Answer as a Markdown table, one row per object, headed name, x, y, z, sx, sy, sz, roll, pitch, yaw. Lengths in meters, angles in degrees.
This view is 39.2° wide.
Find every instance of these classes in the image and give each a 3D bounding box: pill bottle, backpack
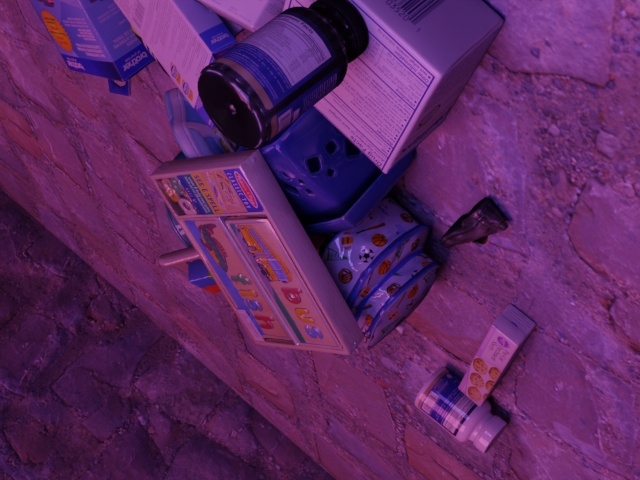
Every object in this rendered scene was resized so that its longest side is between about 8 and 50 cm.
| name | x | y | z | sx | sy | sz | roll | pitch | yaw |
| --- | --- | --- | --- | --- | --- | --- | --- | --- | --- |
| pill bottle | -0.043 | -0.226 | 1.169 | 0.122 | 0.219 | 0.123 | 36 | 152 | 23 |
| pill bottle | 0.311 | 0.377 | 1.977 | 0.186 | 0.112 | 0.112 | 37 | 154 | 22 |
| backpack | 0.096 | 0.056 | 1.697 | 0.213 | 0.276 | 0.263 | 33 | 146 | 21 |

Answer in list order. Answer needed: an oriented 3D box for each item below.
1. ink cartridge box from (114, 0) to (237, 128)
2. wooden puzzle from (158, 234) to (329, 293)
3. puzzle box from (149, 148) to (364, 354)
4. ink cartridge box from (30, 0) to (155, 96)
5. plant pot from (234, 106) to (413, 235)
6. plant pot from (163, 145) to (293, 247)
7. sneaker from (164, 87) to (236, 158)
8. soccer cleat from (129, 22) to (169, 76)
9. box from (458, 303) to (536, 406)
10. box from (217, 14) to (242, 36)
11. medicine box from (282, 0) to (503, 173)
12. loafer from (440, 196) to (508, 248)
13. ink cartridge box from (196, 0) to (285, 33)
| name | x | y | z | sx | sy | sz | roll | pitch | yaw |
| --- | --- | --- | --- | --- | --- | --- | --- | --- | --- |
| ink cartridge box | -0.238 | -0.357 | 1.511 | 0.311 | 0.065 | 0.186 | 55 | 154 | 8 |
| wooden puzzle | -0.110 | 0.061 | 1.858 | 0.322 | 0.081 | 0.348 | -15 | 160 | 22 |
| puzzle box | -0.113 | 0.030 | 1.598 | 0.272 | 0.052 | 0.409 | -2 | 126 | 47 |
| ink cartridge box | -0.504 | -0.510 | 1.972 | 0.270 | 0.151 | 0.396 | 20 | 145 | 47 |
| plant pot | 0.008 | -0.142 | 1.570 | 0.212 | 0.236 | 0.236 | 49 | 155 | -16 |
| plant pot | -0.144 | -0.107 | 1.855 | 0.255 | 0.272 | 0.272 | -17 | 114 | 49 |
| sneaker | -0.174 | -0.228 | 1.715 | 0.127 | 0.208 | 0.319 | 66 | 179 | -46 |
| soccer cleat | -0.318 | -0.387 | 1.817 | 0.179 | 0.060 | 0.072 | 50 | 172 | 4 |
| box | 0.342 | 0.233 | 1.769 | 0.067 | 0.063 | 0.324 | 39 | 154 | 16 |
| box | -0.149 | -0.443 | 1.495 | 0.170 | 0.130 | 0.091 | 54 | 157 | -12 |
| medicine box | 0.083 | -0.287 | 1.319 | 0.263 | 0.149 | 0.289 | 44 | 156 | 8 |
| loafer | 0.260 | -0.014 | 1.544 | 0.061 | 0.062 | 0.170 | 43 | 157 | -1 |
| ink cartridge box | -0.099 | -0.446 | 1.356 | 0.189 | 0.232 | 0.066 | 34 | -178 | 26 |
